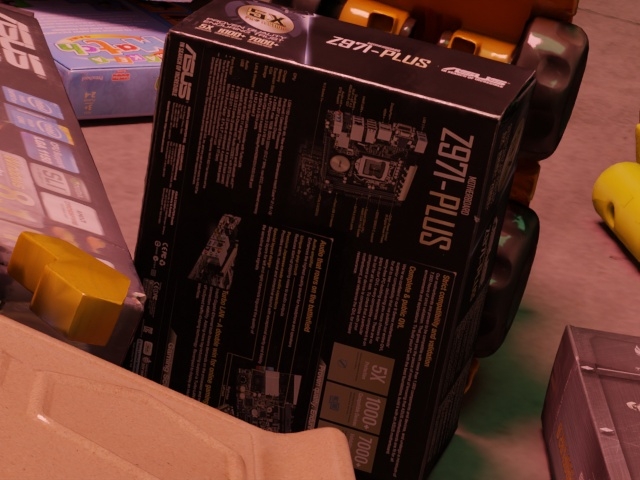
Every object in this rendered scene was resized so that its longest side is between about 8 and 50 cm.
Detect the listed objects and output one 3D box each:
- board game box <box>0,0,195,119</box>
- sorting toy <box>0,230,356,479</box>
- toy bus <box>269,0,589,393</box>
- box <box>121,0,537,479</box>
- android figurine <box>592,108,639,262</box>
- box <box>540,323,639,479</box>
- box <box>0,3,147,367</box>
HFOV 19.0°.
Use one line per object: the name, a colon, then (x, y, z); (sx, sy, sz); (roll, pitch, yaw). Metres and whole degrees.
board game box: (-0.150, -0.136, 1.288); (0.160, 0.039, 0.211); (-6, 26, -36)
sorting toy: (-0.100, 0.057, 0.606); (0.229, 0.041, 0.307); (20, 13, -9)
toy bus: (0.058, -0.055, 0.967); (0.149, 0.220, 0.211); (19, 17, 14)
box: (0.000, 0.000, 0.838); (0.147, 0.180, 0.077); (15, 23, 13)
android figurine: (0.296, -0.031, 1.143); (0.248, 0.056, 0.273); (-10, 27, -11)
box: (0.220, 0.114, 0.825); (0.231, 0.056, 0.183); (9, 22, -5)
box: (-0.272, -0.055, 0.899); (0.318, 0.097, 0.395); (18, 18, -22)
